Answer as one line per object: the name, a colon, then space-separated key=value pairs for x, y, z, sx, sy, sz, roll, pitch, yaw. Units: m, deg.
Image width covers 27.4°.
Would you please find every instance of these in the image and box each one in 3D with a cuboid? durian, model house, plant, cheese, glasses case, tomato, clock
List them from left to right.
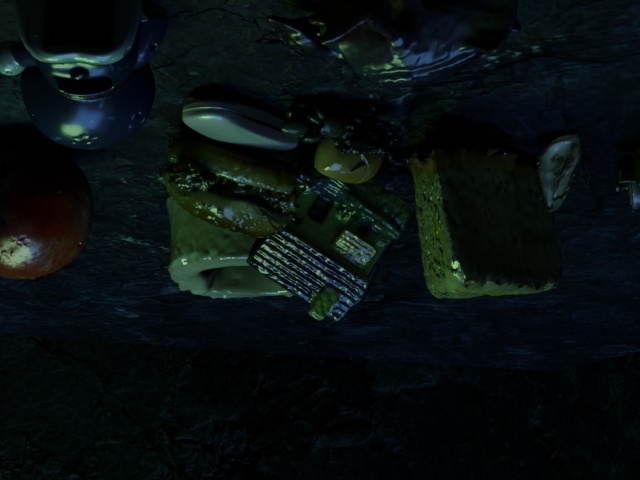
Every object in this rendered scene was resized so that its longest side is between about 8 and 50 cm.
tomato: x=-0.441 y=-0.047 z=1.945 sx=0.208 sy=0.208 sz=0.184 roll=1 pitch=161 yaw=-7
clock: x=-0.273 y=-0.201 z=1.506 sx=0.199 sy=0.146 sz=0.243 roll=-4 pitch=158 yaw=-7
glasses case: x=-0.110 y=-0.160 z=1.837 sx=0.081 sy=0.051 sz=0.204 roll=-1 pitch=170 yaw=35
cheese: x=-0.116 y=0.002 z=2.275 sx=0.292 sy=0.153 sz=0.332 roll=-1 pitch=164 yaw=0
model house: x=0.000 y=0.000 z=2.041 sx=0.194 sy=0.211 sz=0.170 roll=33 pitch=165 yaw=-12
plant: x=0.027 y=-0.158 z=1.830 sx=0.174 sy=0.085 sz=0.087 roll=10 pitch=138 yaw=-22
durian: x=0.357 y=-0.108 z=1.991 sx=0.066 sy=0.130 sz=0.052 roll=22 pitch=-163 yaw=17

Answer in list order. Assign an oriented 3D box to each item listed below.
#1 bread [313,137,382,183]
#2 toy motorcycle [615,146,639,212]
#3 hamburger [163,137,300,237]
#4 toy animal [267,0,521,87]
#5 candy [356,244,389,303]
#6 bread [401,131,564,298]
bread: x=0.047 y=-0.123 z=1.931 sx=0.115 sy=0.082 sz=0.056 roll=18 pitch=-170 yaw=-43
toy motorcycle: x=0.542 y=-0.117 z=1.946 sx=0.205 sy=0.127 sz=0.275 roll=-3 pitch=172 yaw=11
hamburger: x=-0.140 y=-0.081 z=1.923 sx=0.215 sy=0.122 sz=0.189 roll=13 pitch=-170 yaw=-39
toy animal: x=0.082 y=-0.236 z=1.432 sx=0.298 sy=0.122 sz=0.185 roll=-1 pitch=162 yaw=25
candy: x=0.076 y=0.040 z=2.423 sx=0.077 sy=0.187 sz=0.331 roll=32 pitch=164 yaw=3
bread: x=0.268 y=-0.037 z=1.968 sx=0.279 sy=0.248 sz=0.315 roll=-4 pitch=179 yaw=-10
